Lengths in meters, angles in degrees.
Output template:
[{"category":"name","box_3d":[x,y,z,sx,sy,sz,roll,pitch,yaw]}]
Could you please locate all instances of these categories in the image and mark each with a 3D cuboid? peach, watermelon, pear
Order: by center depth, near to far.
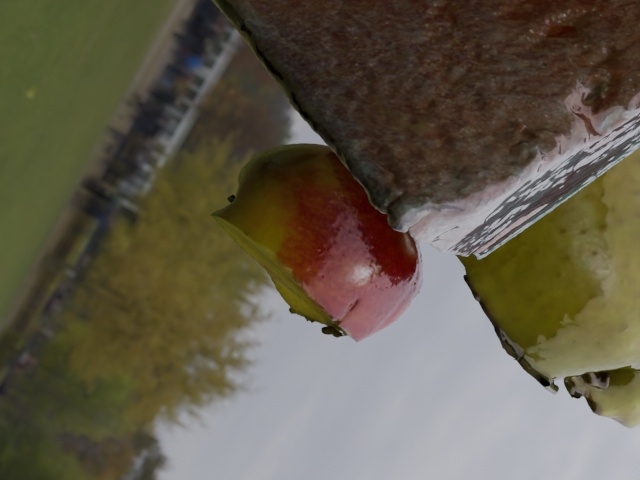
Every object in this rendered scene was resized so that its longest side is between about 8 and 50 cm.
[{"category":"watermelon","box_3d":[0.042,-0.075,0.601,0.136,0.207,0.202,-61,-172,3]},{"category":"peach","box_3d":[0.003,-0.005,1.165,0.118,0.151,0.151,-21,-154,27]},{"category":"pear","box_3d":[0.200,-0.071,1.206,0.191,0.340,0.386,-34,-129,20]}]
